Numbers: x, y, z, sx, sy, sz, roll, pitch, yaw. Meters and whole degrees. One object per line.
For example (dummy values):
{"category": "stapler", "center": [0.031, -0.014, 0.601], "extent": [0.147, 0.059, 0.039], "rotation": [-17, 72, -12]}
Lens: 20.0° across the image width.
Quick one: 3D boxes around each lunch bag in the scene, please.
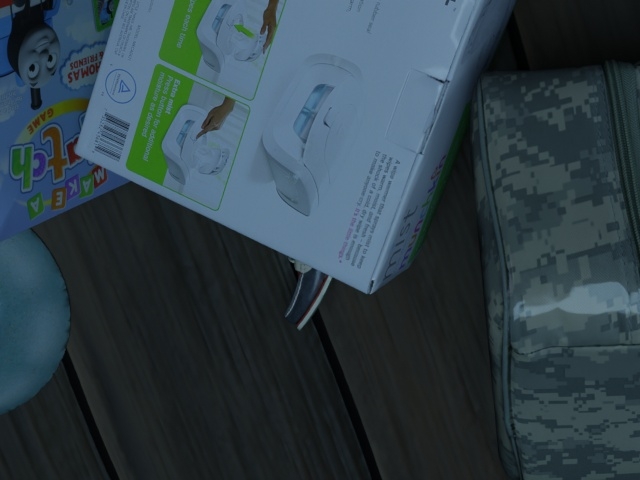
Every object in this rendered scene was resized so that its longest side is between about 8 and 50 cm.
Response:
{"category": "lunch bag", "center": [0.232, 0.024, 1.176], "extent": [0.256, 0.213, 0.305], "rotation": [-5, 148, 5]}

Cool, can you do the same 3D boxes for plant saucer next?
{"category": "plant saucer", "center": [-0.288, 0.058, 1.375], "extent": [0.195, 0.037, 0.195], "rotation": [2, 112, 5]}

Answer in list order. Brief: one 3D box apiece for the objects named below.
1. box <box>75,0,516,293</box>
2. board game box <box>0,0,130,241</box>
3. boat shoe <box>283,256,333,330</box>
{"category": "box", "center": [-0.007, -0.137, 1.193], "extent": [0.231, 0.127, 0.262], "rotation": [24, 113, 13]}
{"category": "board game box", "center": [-0.192, -0.121, 1.233], "extent": [0.039, 0.160, 0.212], "rotation": [12, 115, 31]}
{"category": "boat shoe", "center": [0.000, 0.000, 1.319], "extent": [0.043, 0.049, 0.137], "rotation": [24, 109, 0]}
